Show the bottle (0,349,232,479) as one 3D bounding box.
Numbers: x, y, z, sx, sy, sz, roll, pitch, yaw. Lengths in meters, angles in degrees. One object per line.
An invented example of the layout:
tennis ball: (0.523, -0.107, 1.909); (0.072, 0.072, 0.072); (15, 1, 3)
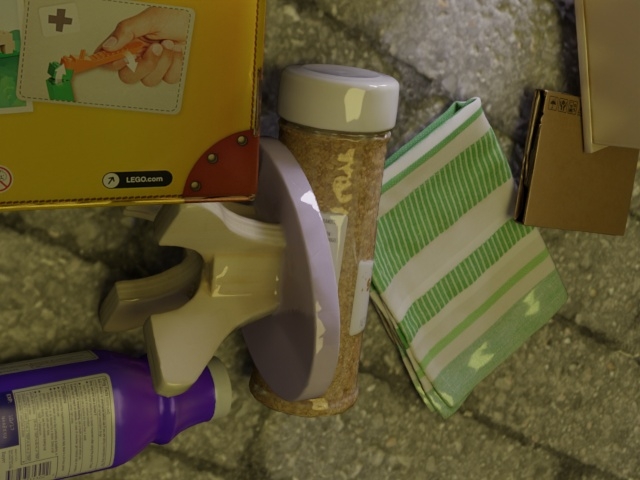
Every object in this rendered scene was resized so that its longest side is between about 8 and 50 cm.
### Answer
bottle: (-0.226, 0.166, 1.181); (0.283, 0.092, 0.118); (-8, 108, -31)

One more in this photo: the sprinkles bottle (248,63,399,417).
sprinkles bottle: (0.000, 0.000, 1.251); (0.121, 0.121, 0.355); (-3, 109, -32)

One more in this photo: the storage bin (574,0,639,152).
storage bin: (0.439, -0.259, 1.459); (0.260, 0.123, 0.262); (-22, 112, -36)

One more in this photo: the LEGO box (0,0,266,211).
LEGO box: (-0.293, -0.221, 0.865); (0.500, 0.193, 0.372); (-3, 115, -17)

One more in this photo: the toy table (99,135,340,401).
toy table: (-0.100, 0.023, 1.146); (0.161, 0.274, 0.252); (-2, 141, -28)

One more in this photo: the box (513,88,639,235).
box: (0.322, -0.092, 1.489); (0.201, 0.021, 0.164); (5, 96, -41)

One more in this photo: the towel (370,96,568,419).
towel: (0.160, 0.023, 1.426); (0.248, 0.038, 0.325); (-40, 121, -19)
